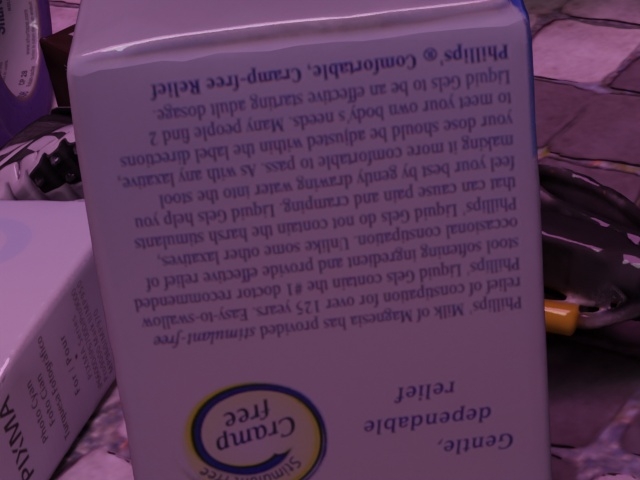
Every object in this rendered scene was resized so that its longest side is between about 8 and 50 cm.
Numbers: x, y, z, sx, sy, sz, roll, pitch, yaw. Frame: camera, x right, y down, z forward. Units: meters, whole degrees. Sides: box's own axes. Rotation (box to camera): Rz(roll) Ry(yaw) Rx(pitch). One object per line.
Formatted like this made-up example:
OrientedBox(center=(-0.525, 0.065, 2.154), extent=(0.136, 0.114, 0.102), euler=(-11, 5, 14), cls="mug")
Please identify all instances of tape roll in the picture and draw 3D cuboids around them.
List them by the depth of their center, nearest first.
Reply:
OrientedBox(center=(-0.241, -0.151, 1.258), extent=(0.080, 0.189, 0.189), euler=(-6, 32, 7), cls="tape roll")

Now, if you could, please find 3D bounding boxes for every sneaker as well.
OrientedBox(center=(-0.131, -0.043, 1.097), extent=(0.234, 0.078, 0.106), euler=(-19, 28, 35), cls="sneaker")

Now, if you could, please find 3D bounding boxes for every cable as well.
OrientedBox(center=(0.168, 0.033, 0.947), extent=(0.287, 0.072, 0.139), euler=(21, 31, 28), cls="cable")

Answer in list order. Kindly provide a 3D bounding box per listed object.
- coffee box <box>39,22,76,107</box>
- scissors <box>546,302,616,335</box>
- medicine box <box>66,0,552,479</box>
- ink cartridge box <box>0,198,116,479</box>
OrientedBox(center=(-0.033, -0.116, 1.222), extent=(0.246, 0.098, 0.141), euler=(-28, 36, -26), cls="coffee box")
OrientedBox(center=(0.226, 0.016, 1.002), extent=(0.297, 0.021, 0.109), euler=(0, 33, 19), cls="scissors")
OrientedBox(center=(0.000, 0.000, 0.757), extent=(0.149, 0.289, 0.263), euler=(-6, 28, 1), cls="medicine box")
OrientedBox(center=(-0.301, 0.110, 0.957), extent=(0.308, 0.091, 0.385), euler=(2, 33, 21), cls="ink cartridge box")
